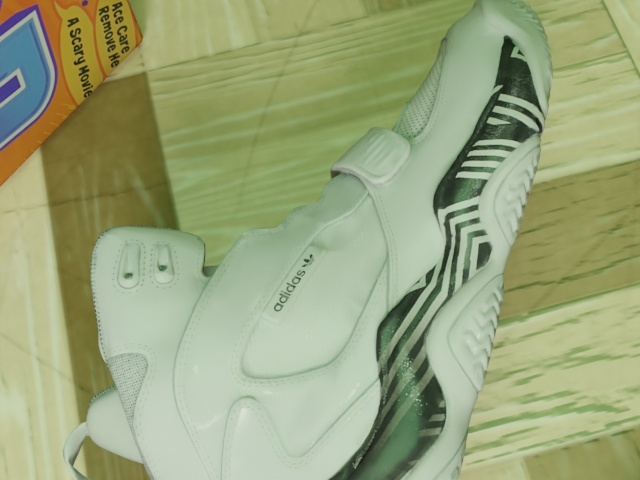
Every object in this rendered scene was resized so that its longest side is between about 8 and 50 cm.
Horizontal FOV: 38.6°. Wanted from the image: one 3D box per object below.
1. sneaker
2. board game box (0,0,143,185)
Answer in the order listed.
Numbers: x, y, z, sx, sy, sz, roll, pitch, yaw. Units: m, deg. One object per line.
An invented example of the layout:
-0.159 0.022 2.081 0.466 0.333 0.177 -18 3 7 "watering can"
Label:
0.000 0.000 0.519 0.210 0.137 0.366 15 70 8 "sneaker"
-0.384 -0.183 0.512 0.356 0.356 0.356 34 72 18 "board game box"
